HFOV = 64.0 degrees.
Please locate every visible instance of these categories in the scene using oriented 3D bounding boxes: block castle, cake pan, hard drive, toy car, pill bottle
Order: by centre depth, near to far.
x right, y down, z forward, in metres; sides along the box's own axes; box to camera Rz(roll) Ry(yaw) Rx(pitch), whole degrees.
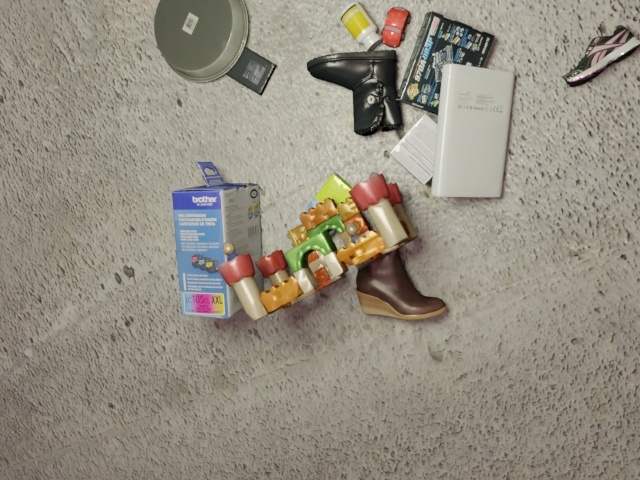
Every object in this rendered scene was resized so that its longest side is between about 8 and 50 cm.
[{"bbox_3d":[0.376,-0.262,1.262,0.202,0.040,0.308,-2,102,-25],"label":"hard drive"},{"bbox_3d":[0.000,0.000,1.276,0.453,0.303,0.213,-30,82,16],"label":"block castle"},{"bbox_3d":[0.199,-0.646,1.291,0.239,0.053,0.225,-39,89,17],"label":"toy car"},{"bbox_3d":[0.106,-0.552,1.326,0.065,0.065,0.116,-36,89,17],"label":"pill bottle"},{"bbox_3d":[-0.344,-0.596,1.427,0.293,0.054,0.293,2,97,19],"label":"cake pan"},{"bbox_3d":[-0.202,-0.483,1.439,0.135,0.022,0.094,33,106,7],"label":"hard drive"}]

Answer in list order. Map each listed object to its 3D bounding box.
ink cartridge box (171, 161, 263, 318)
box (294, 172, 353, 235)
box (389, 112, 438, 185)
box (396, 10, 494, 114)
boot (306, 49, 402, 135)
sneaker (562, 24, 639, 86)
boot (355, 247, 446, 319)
[{"bbox_3d":[-0.272,-0.017,1.408,0.151,0.270,0.396,2,99,13],"label":"ink cartridge box"},{"bbox_3d":[0.024,-0.087,1.438,0.109,0.042,0.178,42,107,5],"label":"box"},{"bbox_3d":[0.272,-0.236,1.334,0.126,0.072,0.137,43,106,3],"label":"box"},{"bbox_3d":[0.308,-0.427,1.272,0.175,0.051,0.220,15,104,-11],"label":"box"},{"bbox_3d":[0.088,-0.380,1.344,0.246,0.094,0.207,-2,95,9],"label":"boot"},{"bbox_3d":[0.652,-0.437,1.213,0.178,0.072,0.077,-31,79,9],"label":"sneaker"},{"bbox_3d":[0.215,0.105,1.397,0.248,0.090,0.207,0,102,18],"label":"boot"}]
